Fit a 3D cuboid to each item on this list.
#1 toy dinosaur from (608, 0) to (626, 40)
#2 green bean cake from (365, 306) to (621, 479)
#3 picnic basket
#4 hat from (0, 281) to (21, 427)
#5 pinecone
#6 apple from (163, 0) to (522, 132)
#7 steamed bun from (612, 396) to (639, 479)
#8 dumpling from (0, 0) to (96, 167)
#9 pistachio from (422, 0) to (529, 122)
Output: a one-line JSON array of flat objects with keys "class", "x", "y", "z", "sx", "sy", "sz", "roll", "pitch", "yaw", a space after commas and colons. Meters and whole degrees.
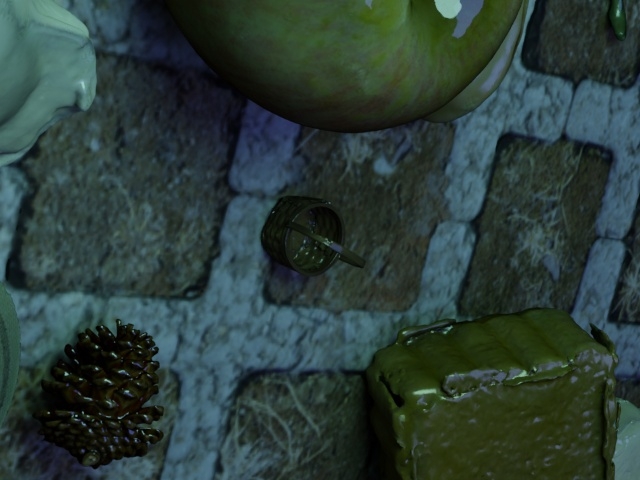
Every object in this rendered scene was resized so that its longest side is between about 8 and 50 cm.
[{"class": "toy dinosaur", "x": 0.270, "y": -0.423, "z": 1.312, "sx": 0.301, "sy": 0.087, "sz": 0.447, "roll": 14, "pitch": 75, "yaw": -77}, {"class": "green bean cake", "x": 0.161, "y": 0.184, "z": 1.375, "sx": 0.230, "sy": 0.131, "sz": 0.224, "roll": -12, "pitch": 114, "yaw": -15}, {"class": "picnic basket", "x": 0.000, "y": 0.000, "z": 1.218, "sx": 0.072, "sy": 0.083, "sz": 0.072, "roll": -16, "pitch": 117, "yaw": -36}, {"class": "hat", "x": -0.281, "y": 0.119, "z": 0.987, "sx": 0.252, "sy": 0.110, "sz": 0.252, "roll": -22, "pitch": 123, "yaw": -37}, {"class": "pinecone", "x": -0.160, "y": 0.116, "z": 1.110, "sx": 0.102, "sy": 0.102, "sz": 0.109, "roll": 26, "pitch": 88, "yaw": -44}, {"class": "apple", "x": 0.009, "y": -0.207, "z": 1.042, "sx": 0.257, "sy": 0.234, "sz": 0.256, "roll": -18, "pitch": 118, "yaw": -39}, {"class": "steamed bun", "x": 0.299, "y": 0.226, "z": 1.570, "sx": 0.112, "sy": 0.091, "sz": 0.130, "roll": -43, "pitch": 133, "yaw": -16}, {"class": "dumpling", "x": -0.269, "y": -0.120, "z": 0.892, "sx": 0.258, "sy": 0.147, "sz": 0.193, "roll": 33, "pitch": 108, "yaw": -30}, {"class": "pistachio", "x": 0.107, "y": -0.201, "z": 1.207, "sx": 0.129, "sy": 0.131, "sz": 0.206, "roll": -11, "pitch": 122, "yaw": -86}]
